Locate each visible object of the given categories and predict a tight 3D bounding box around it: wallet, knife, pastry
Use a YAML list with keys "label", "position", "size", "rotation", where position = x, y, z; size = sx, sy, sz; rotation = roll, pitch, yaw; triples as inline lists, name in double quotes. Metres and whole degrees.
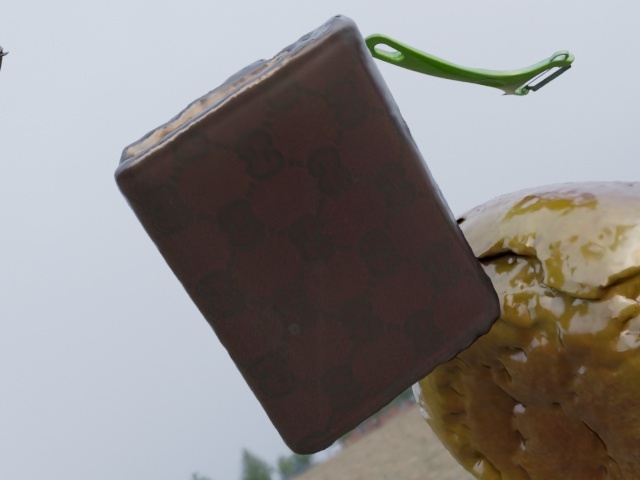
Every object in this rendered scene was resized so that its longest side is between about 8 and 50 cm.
- label: "wallet"
  position: [0.000, 0.000, 0.742]
  size: [0.182, 0.229, 0.049]
  rotation: [-36, 16, -18]
- label: "knife"
  position: [0.108, -0.132, 0.896]
  size: [0.166, 0.023, 0.078]
  rotation: [5, -24, -25]
- label: "pastry"
  position: [0.226, 0.108, 0.913]
  size: [0.356, 0.356, 0.164]
  rotation: [-40, 9, 47]

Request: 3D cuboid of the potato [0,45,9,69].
- label: "potato"
  position: [-0.435, -0.230, 1.314]
  size: [0.120, 0.261, 0.100]
  rotation: [-12, -42, -25]
